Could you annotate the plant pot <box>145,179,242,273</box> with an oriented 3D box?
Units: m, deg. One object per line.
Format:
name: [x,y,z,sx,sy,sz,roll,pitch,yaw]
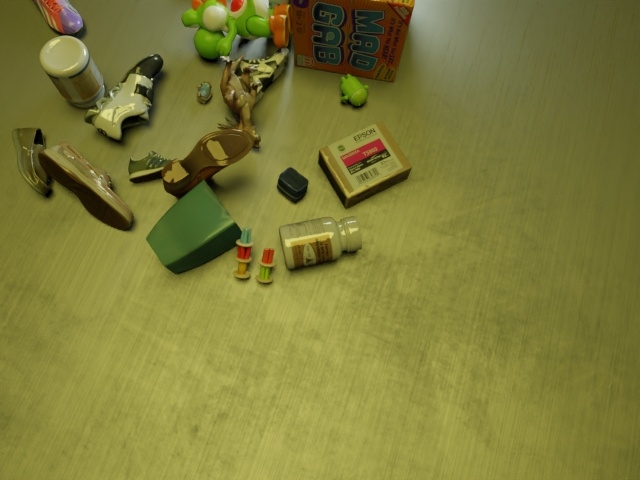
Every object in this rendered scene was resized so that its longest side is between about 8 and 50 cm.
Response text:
plant pot: [-0.369,-0.021,1.568,0.234,0.166,0.165,-37,75,-8]

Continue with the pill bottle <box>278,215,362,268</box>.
pill bottle: [0.000,0.000,1.585,0.229,0.131,0.131,-12,71,-6]

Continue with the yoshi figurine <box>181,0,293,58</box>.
yoshi figurine: [-0.278,-0.692,1.805,0.361,0.203,0.203,5,85,7]

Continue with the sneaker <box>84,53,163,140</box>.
sneaker: [-0.594,-0.456,1.750,0.146,0.122,0.331,37,72,-8]

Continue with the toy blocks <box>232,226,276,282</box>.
toy blocks: [-0.187,0.040,1.564,0.123,0.054,0.148,10,110,2]

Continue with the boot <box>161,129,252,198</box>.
boot: [-0.332,-0.213,1.607,0.283,0.220,0.109,-35,86,-11]

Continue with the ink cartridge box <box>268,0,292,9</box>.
ink cartridge box: [-0.116,-0.847,1.852,0.082,0.191,0.140,26,72,6]

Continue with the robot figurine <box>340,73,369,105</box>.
robot figurine: [0.112,-0.498,1.800,0.101,0.067,0.115,-32,74,-21]

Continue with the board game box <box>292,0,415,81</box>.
board game box: [0.115,-0.795,1.753,0.356,0.356,0.357,10,71,2]

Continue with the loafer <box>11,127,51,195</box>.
loafer: [-0.878,-0.255,1.667,0.087,0.094,0.251,-24,73,-6]

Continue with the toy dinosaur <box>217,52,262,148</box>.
toy dinosaur: [-0.267,-0.450,1.707,0.127,0.200,0.296,-5,64,-22]

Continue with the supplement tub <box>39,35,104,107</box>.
supplement tub: [-0.779,-0.529,1.712,0.144,0.200,0.145,1,70,-2]

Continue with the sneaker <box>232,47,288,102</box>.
sneaker: [-0.221,-0.584,1.805,0.153,0.094,0.235,34,83,1]

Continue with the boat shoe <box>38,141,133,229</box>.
boat shoe: [-0.684,-0.173,1.629,0.341,0.122,0.110,42,49,-1]

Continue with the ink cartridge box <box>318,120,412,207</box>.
ink cartridge box: [0.137,-0.240,1.699,0.234,0.088,0.193,-27,75,-10]

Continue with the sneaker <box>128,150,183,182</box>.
sneaker: [-0.509,-0.244,1.690,0.192,0.064,0.086,-13,76,-3]

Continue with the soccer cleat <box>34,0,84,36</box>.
soccer cleat: [-0.935,-0.834,1.860,0.108,0.116,0.318,-37,75,-13]

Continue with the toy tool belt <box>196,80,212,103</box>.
toy tool belt: [-0.386,-0.502,1.794,0.052,0.051,0.083,16,70,4]

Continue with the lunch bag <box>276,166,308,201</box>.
lunch bag: [-0.084,-0.169,1.679,0.098,0.065,0.067,41,58,13]
